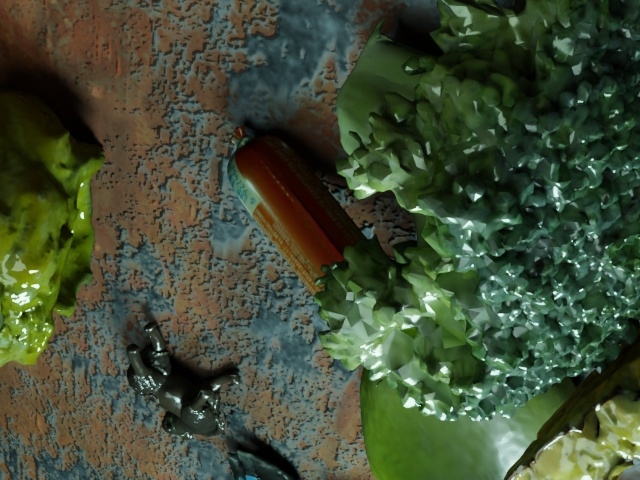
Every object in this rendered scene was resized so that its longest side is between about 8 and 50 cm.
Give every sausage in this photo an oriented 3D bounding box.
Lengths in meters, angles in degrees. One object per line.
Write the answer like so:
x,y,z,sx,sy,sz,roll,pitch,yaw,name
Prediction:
0.000,0.000,1.047,0.264,0.083,0.083,52,139,12,sausage

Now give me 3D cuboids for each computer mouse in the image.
-0.057,0.296,1.410,0.135,0.047,0.079,50,142,-5,computer mouse

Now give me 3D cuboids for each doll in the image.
-0.168,0.178,1.364,0.139,0.057,0.165,29,142,0,doll

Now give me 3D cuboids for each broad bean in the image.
0.143,0.188,1.141,0.238,0.119,0.291,26,135,22,broad bean

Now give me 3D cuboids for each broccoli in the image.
0.137,-0.037,0.843,0.317,0.277,0.339,-1,121,56,broccoli

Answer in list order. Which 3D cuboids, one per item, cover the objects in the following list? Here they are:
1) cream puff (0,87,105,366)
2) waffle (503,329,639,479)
-0.302,-0.011,1.172,0.281,0.185,0.282,-6,82,51,cream puff
0.248,0.108,0.889,0.065,0.309,0.283,43,169,7,waffle
